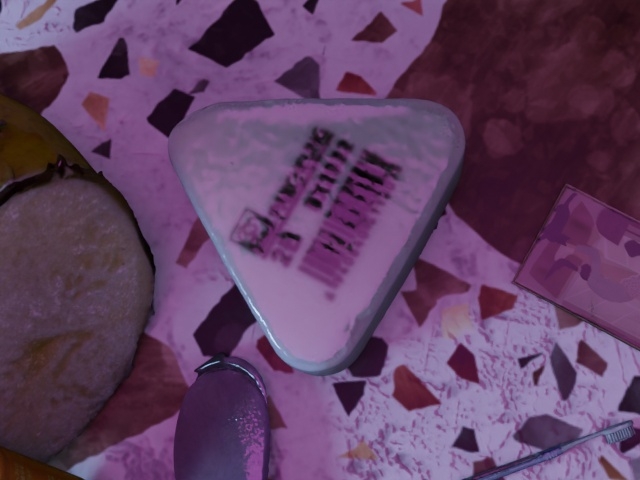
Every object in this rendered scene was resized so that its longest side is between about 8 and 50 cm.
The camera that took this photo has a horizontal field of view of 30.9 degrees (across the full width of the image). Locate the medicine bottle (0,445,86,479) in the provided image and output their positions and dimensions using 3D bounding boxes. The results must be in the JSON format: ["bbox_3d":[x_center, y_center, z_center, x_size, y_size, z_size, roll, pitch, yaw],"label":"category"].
[{"bbox_3d":[-0.313,0.288,1.254,0.096,0.192,0.096,-16,56,26],"label":"medicine bottle"}]

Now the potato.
[{"bbox_3d":[-0.383,0.027,1.325,0.296,0.290,0.397,32,126,36],"label":"potato"}]

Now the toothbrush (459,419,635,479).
[{"bbox_3d":[0.253,0.248,1.316,0.220,0.016,0.019,-19,89,0],"label":"toothbrush"}]

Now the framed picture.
[{"bbox_3d":[0.343,0.038,1.344,0.201,0.010,0.136,28,84,9],"label":"framed picture"}]

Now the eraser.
[{"bbox_3d":[0.000,0.000,1.307,0.332,0.150,0.331,-1,83,5],"label":"eraser"}]

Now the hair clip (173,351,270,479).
[{"bbox_3d":[-0.093,0.305,1.309,0.096,0.110,0.358,-7,73,-37],"label":"hair clip"}]
